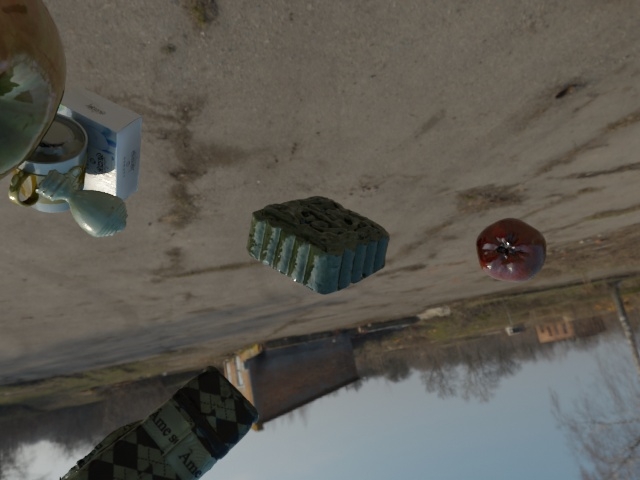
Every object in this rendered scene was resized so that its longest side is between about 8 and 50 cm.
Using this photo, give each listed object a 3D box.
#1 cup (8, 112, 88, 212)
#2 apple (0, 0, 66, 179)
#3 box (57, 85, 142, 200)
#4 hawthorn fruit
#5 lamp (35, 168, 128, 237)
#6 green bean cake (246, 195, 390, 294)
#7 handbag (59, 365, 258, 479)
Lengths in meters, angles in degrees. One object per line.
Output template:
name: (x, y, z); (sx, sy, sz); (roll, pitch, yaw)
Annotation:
cup: (-0.705, -0.175, 1.149); (0.186, 0.241, 0.226); (22, 139, -7)
apple: (-0.549, -0.246, 0.581); (0.347, 0.391, 0.391); (37, 152, -7)
box: (-0.636, -0.262, 1.298); (0.203, 0.116, 0.274); (27, 132, 1)
hawthorn fruit: (0.240, 0.014, 0.563); (0.081, 0.080, 0.093); (-20, 164, 30)
lamp: (-0.525, -0.082, 1.015); (0.193, 0.106, 0.106); (38, 139, -25)
green bean cake: (0.000, 0.000, 0.743); (0.185, 0.094, 0.184); (30, -152, 33)
handbag: (-0.325, 0.434, 0.820); (0.416, 0.180, 0.316); (-37, 170, -29)
